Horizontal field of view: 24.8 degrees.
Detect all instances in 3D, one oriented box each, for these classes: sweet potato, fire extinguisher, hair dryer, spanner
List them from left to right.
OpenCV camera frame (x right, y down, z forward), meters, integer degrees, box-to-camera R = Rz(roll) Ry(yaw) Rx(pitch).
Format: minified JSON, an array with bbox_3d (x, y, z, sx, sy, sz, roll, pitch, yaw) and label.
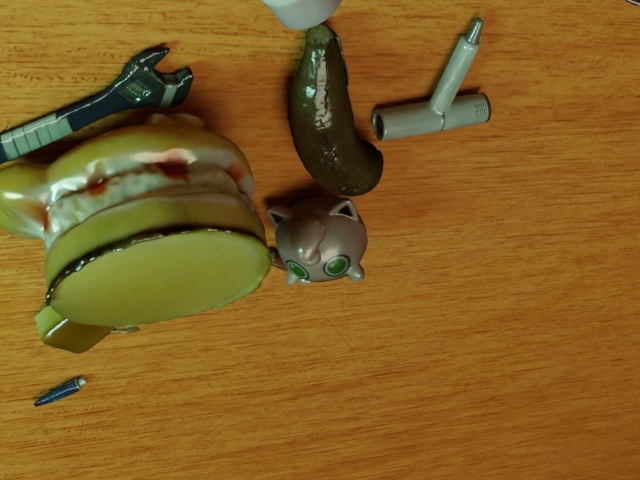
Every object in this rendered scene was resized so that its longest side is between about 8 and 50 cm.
[{"bbox_3d":[-0.292,-0.134,1.626,0.316,0.024,0.087,-23,146,-2],"label":"spanner"},{"bbox_3d":[-0.059,0.029,2.010,0.028,0.022,0.083,-9,159,35],"label":"fire extinguisher"},{"bbox_3d":[0.011,-0.147,1.768,0.112,0.085,0.285,-51,144,-25],"label":"sweet potato"},{"bbox_3d":[0.151,-0.207,1.810,0.155,0.044,0.183,-13,140,-20],"label":"hair dryer"}]

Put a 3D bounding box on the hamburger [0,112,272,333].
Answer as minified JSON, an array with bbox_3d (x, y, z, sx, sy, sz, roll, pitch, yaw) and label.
[{"bbox_3d":[-0.219,-0.021,1.677,0.303,0.186,0.261,-15,157,-7],"label":"hamburger"}]

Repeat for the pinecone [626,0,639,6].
[{"bbox_3d":[0.363,-0.372,1.530,0.264,0.264,0.264,-18,147,-12],"label":"pinecone"}]

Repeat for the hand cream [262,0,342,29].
[{"bbox_3d":[-0.067,-0.319,1.477,0.133,0.083,0.248,-30,136,6],"label":"hand cream"}]

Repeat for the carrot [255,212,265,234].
[{"bbox_3d":[-0.113,-0.049,1.847,0.047,0.047,0.191,-26,145,1],"label":"carrot"}]

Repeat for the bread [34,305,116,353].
[{"bbox_3d":[-0.265,0.063,1.895,0.226,0.049,0.088,-37,146,16],"label":"bread"}]

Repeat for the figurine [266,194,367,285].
[{"bbox_3d":[0.000,0.000,1.917,0.125,0.125,0.138,-23,135,-3],"label":"figurine"}]

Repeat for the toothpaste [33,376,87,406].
[{"bbox_3d":[-0.369,0.216,2.068,0.083,0.019,0.027,-27,171,4],"label":"toothpaste"}]
